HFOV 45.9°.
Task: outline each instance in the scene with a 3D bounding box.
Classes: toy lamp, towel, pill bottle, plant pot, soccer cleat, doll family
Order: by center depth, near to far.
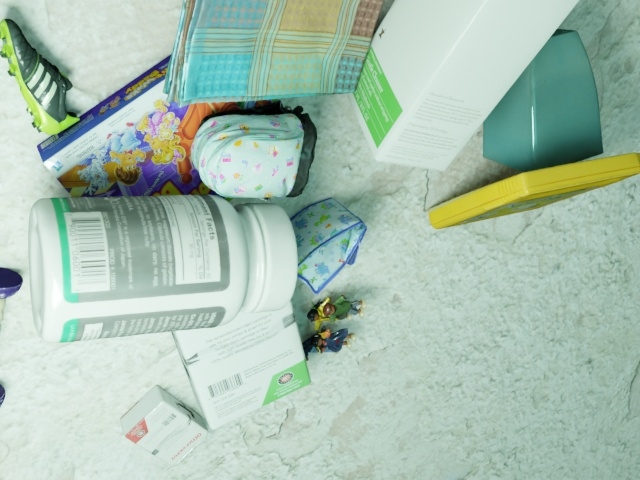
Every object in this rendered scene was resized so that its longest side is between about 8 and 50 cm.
[{"bbox_3d":[-0.400,-0.236,1.075,0.072,0.060,0.179,-30,133,-22],"label":"soccer cleat"},{"bbox_3d":[-0.042,-0.329,1.097,0.370,0.040,0.272,-13,132,-42],"label":"towel"},{"bbox_3d":[-0.230,0.034,1.113,0.361,0.204,0.204,-2,116,-27],"label":"pill bottle"},{"bbox_3d":[-0.535,0.181,1.210,0.080,0.080,0.275,4,113,-30],"label":"toy lamp"},{"bbox_3d":[0.412,-0.271,1.421,0.165,0.165,0.234,-18,115,-19],"label":"plant pot"},{"bbox_3d":[0.010,0.176,1.500,0.111,0.076,0.193,-1,119,-33],"label":"doll family"}]

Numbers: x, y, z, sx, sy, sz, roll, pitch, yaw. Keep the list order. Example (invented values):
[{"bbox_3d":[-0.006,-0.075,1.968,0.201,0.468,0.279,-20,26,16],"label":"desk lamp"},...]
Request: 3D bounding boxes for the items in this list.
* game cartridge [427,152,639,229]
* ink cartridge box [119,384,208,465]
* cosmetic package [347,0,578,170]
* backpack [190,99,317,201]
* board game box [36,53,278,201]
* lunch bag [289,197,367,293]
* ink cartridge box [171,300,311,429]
[{"bbox_3d":[0.403,-0.091,1.431,0.285,0.323,0.053,-11,87,-22],"label":"game cartridge"},{"bbox_3d":[-0.297,0.354,1.442,0.099,0.056,0.135,-43,127,-1],"label":"ink cartridge box"},{"bbox_3d":[0.205,-0.307,1.188,0.155,0.197,0.366,5,137,-29],"label":"cosmetic package"},{"bbox_3d":[-0.102,-0.131,1.149,0.182,0.115,0.152,-1,117,-28],"label":"backpack"},{"bbox_3d":[-0.226,-0.149,1.196,0.347,0.078,0.233,-37,127,-6],"label":"board game box"},{"bbox_3d":[0.000,0.000,1.364,0.151,0.129,0.096,-47,128,-1],"label":"lunch bag"},{"bbox_3d":[-0.156,0.167,1.375,0.211,0.121,0.289,-22,124,-16],"label":"ink cartridge box"}]
